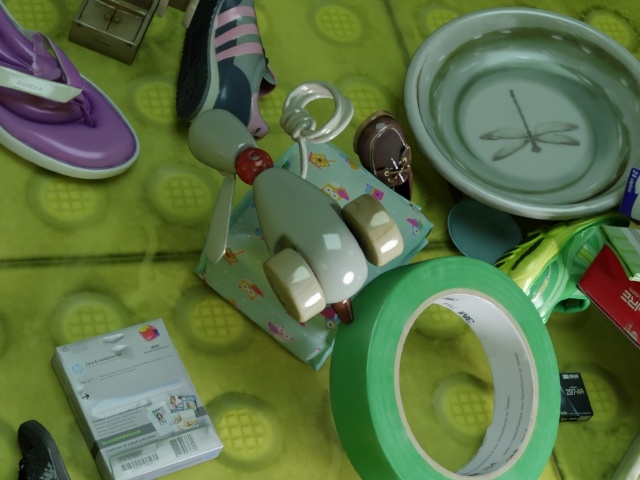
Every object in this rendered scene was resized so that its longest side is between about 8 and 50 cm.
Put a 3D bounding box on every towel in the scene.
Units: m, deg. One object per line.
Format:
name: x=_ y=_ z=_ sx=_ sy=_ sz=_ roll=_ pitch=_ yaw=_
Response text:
towel: x=0.455 y=0.026 z=1.811 sx=0.152 sy=0.023 sz=0.113 roll=7 pitch=34 yaw=-23

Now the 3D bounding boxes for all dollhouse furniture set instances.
dollhouse furniture set: x=-0.260 y=-0.394 z=1.887 sx=0.212 sy=0.242 sz=0.161 roll=22 pitch=51 yaw=-7

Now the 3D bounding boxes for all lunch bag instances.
lunch bag: x=0.000 y=0.000 z=1.771 sx=0.223 sy=0.160 sz=0.262 roll=37 pitch=57 yaw=7

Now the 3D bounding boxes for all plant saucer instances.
plant saucer: x=0.236 y=-0.007 z=1.959 sx=0.119 sy=0.021 sz=0.119 roll=11 pitch=54 yaw=-15
plant saucer: x=0.315 y=-0.177 z=2.037 sx=0.401 sy=0.100 sz=0.400 roll=4 pitch=56 yaw=-6

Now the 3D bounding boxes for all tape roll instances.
tape roll: x=0.159 y=0.181 z=1.671 sx=0.321 sy=0.077 sz=0.321 roll=9 pitch=76 yaw=-37

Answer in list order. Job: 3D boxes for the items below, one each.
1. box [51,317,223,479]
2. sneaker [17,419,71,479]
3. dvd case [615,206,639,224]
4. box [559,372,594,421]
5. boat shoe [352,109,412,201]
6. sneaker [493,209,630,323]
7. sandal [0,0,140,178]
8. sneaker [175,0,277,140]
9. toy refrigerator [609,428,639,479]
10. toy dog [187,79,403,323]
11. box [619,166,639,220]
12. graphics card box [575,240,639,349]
box: x=-0.220 y=0.194 z=1.616 sx=0.145 sy=0.038 sz=0.186 roll=-15 pitch=65 yaw=-31
sneaker: x=-0.321 y=0.285 z=1.501 sx=0.089 sy=0.051 sz=0.170 roll=-18 pitch=68 yaw=-37
dvd case: x=0.441 y=-0.153 z=2.149 sx=0.253 sy=0.022 sz=0.180 roll=37 pitch=52 yaw=5
box: x=0.325 y=0.214 z=1.841 sx=0.083 sy=0.018 sz=0.067 roll=1 pitch=57 yaw=-21
boat shoe: x=0.096 y=-0.107 z=1.861 sx=0.073 sy=0.207 sz=0.073 roll=-36 pitch=67 yaw=-5
sneaker: x=0.349 y=0.038 z=1.940 sx=0.295 sy=0.109 sz=0.123 roll=-29 pitch=103 yaw=-42
sandal: x=-0.410 y=-0.238 z=1.803 sx=0.416 sy=0.102 sz=0.169 roll=41 pitch=52 yaw=9
sneaker: x=-0.124 y=-0.272 z=1.961 sx=0.131 sy=0.112 sz=0.319 roll=26 pitch=51 yaw=-26
toy refrigerator: x=0.484 y=0.278 z=1.813 sx=0.102 sy=0.094 sz=0.269 roll=39 pitch=50 yaw=7
toy dog: x=-0.033 y=-0.019 z=1.612 sx=0.220 sy=0.161 sz=0.333 roll=-15 pitch=48 yaw=-4
box: x=0.515 y=-0.051 z=1.899 sx=0.137 sy=0.072 sz=0.126 roll=26 pitch=20 yaw=38
graphics card box: x=0.560 y=0.083 z=1.909 sx=0.371 sy=0.094 sz=0.233 roll=-8 pitch=46 yaw=-44
